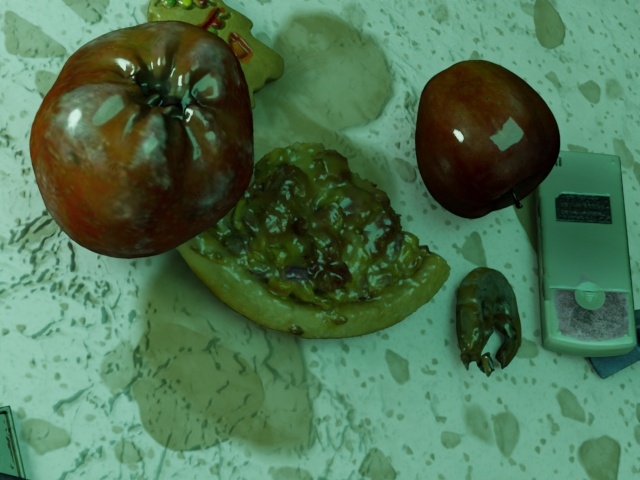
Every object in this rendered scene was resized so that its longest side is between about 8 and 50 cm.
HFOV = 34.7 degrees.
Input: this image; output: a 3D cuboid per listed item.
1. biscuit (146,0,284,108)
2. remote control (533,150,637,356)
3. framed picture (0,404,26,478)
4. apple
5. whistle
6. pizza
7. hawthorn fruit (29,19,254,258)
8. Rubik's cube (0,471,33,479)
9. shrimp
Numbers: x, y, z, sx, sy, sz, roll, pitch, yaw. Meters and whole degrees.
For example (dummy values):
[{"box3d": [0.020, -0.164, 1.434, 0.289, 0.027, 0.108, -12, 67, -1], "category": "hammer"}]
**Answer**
[{"box3d": [-0.164, -0.283, 1.445, 0.212, 0.041, 0.239, -25, 83, -34], "category": "biscuit"}, {"box3d": [0.414, 0.016, 1.619, 0.145, 0.050, 0.344, 4, 65, 0], "category": "remote control"}, {"box3d": [-0.370, 0.259, 1.096, 0.109, 0.011, 0.149, -7, 72, -33], "category": "framed picture"}, {"box3d": [0.239, -0.145, 1.516, 0.234, 0.234, 0.234, 13, 63, -26], "category": "apple"}, {"box3d": [0.495, 0.159, 1.624, 0.158, 0.090, 0.090, -28, 83, 3], "category": "whistle"}, {"box3d": [0.000, 0.000, 1.378, 0.409, 0.114, 0.278, 14, 67, -28], "category": "pizza"}, {"box3d": [-0.209, -0.117, 1.197, 0.284, 0.284, 0.284, 13, 63, -26], "category": "hawthorn fruit"}, {"box3d": [-0.308, 0.371, 0.898, 0.307, 0.310, 0.305, 21, 65, -22], "category": "Rubik's cube"}, {"box3d": [0.253, 0.123, 1.501, 0.132, 0.051, 0.187, 30, 54, -16], "category": "shrimp"}]
